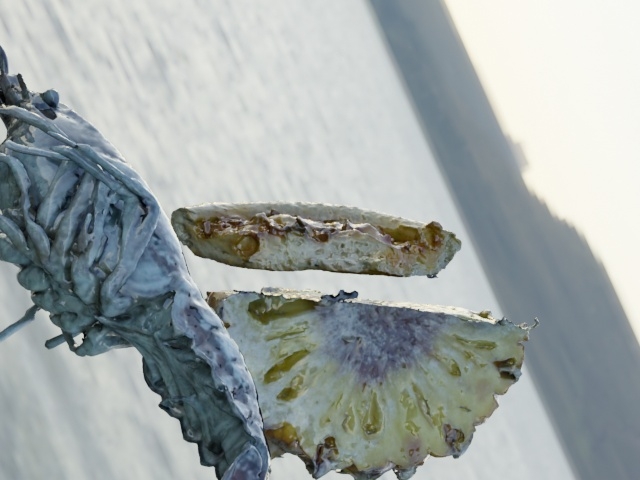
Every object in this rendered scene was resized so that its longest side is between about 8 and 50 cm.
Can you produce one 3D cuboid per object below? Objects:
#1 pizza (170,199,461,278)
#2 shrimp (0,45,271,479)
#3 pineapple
[{"bbox_3d":[-0.004,-0.002,1.649,0.134,0.271,0.056,-72,169,-77],"label":"pizza"},{"bbox_3d":[-0.160,0.033,1.263,0.410,0.166,0.221,47,-39,13],"label":"shrimp"},{"bbox_3d":[0.014,0.155,1.813,0.286,0.344,0.209,179,-82,-75],"label":"pineapple"}]
